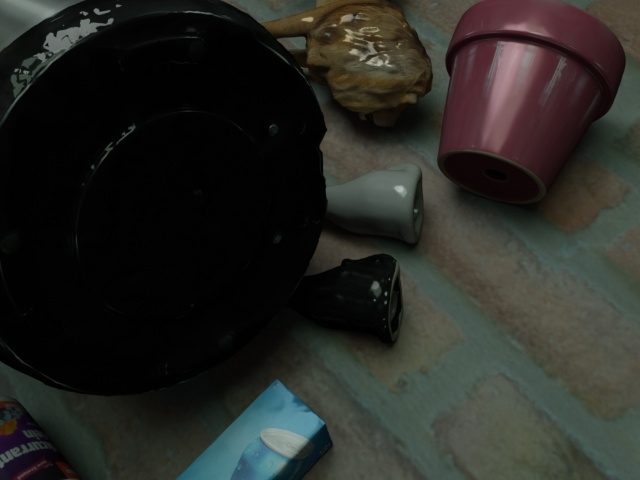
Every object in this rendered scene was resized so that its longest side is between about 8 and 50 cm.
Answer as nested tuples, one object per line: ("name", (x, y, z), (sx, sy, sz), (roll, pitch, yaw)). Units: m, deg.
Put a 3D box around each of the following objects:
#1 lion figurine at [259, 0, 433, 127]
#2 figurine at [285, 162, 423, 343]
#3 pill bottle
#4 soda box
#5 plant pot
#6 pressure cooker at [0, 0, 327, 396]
("lion figurine", (0.045, -0.333, 0.976), (0.240, 0.142, 0.392), (-2, 61, 20))
("figurine", (0.000, 0.000, 0.806), (0.209, 0.092, 0.215), (6, 57, 18))
("pill bottle", (-0.288, 0.248, 0.668), (0.193, 0.108, 0.108), (37, 69, 27))
("soda box", (-0.086, 0.238, 0.668), (0.071, 0.067, 0.210), (37, 69, 28))
("plant pot", (0.226, -0.151, 0.815), (0.201, 0.201, 0.180), (19, 76, 20))
("pressure cooker", (-0.245, -0.084, 0.714), (0.370, 0.376, 0.420), (-32, 40, -26))
